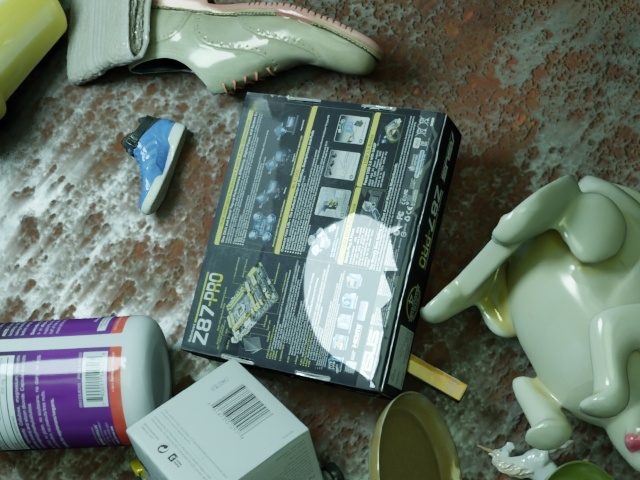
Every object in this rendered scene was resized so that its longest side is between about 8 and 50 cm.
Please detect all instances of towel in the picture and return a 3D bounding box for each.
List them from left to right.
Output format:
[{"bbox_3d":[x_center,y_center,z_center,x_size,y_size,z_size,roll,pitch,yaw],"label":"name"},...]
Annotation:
[{"bbox_3d":[-0.320,-0.386,1.743,0.187,0.049,0.282,-11,74,49],"label":"towel"}]

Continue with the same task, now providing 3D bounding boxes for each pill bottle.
[{"bbox_3d":[-0.381,0.202,1.610,0.323,0.181,0.181,-3,78,6],"label":"pill bottle"}]

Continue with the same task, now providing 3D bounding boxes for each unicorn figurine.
[{"bbox_3d":[0.309,0.311,1.576,0.111,0.060,0.162,-37,77,-3],"label":"unicorn figurine"}]

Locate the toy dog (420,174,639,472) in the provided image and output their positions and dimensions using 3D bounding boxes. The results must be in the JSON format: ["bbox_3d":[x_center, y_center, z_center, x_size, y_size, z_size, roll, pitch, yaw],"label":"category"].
[{"bbox_3d":[0.395,0.136,1.519,0.408,0.395,0.284,51,132,13],"label":"toy dog"}]

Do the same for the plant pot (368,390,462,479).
[{"bbox_3d":[0.124,0.319,1.521,0.032,0.236,0.236,-14,76,29],"label":"plant pot"}]

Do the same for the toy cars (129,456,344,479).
[{"bbox_3d":[-0.088,0.373,1.563,0.394,0.087,0.176,4,43,19],"label":"toy cars"}]

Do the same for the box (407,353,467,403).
[{"bbox_3d":[0.140,0.183,1.609,0.136,0.081,0.028,27,83,11],"label":"box"}]

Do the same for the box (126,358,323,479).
[{"bbox_3d":[-0.125,0.284,1.515,0.182,0.119,0.181,-33,45,-21],"label":"box"}]

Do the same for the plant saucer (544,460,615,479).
[{"bbox_3d":[0.333,0.410,1.497,0.037,0.241,0.241,-17,72,47],"label":"plant saucer"}]

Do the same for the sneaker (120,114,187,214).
[{"bbox_3d":[-0.264,-0.116,1.723,0.084,0.058,0.152,17,77,3],"label":"sneaker"}]

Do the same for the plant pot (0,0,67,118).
[{"bbox_3d":[-0.521,-0.309,1.708,0.254,0.254,0.239,42,71,12],"label":"plant pot"}]

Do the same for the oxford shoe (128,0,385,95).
[{"bbox_3d":[-0.100,-0.275,1.709,0.397,0.140,0.146,12,83,19],"label":"oxford shoe"}]

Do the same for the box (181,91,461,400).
[{"bbox_3d":[0.000,0.000,1.613,0.318,0.097,0.395,9,79,24],"label":"box"}]
